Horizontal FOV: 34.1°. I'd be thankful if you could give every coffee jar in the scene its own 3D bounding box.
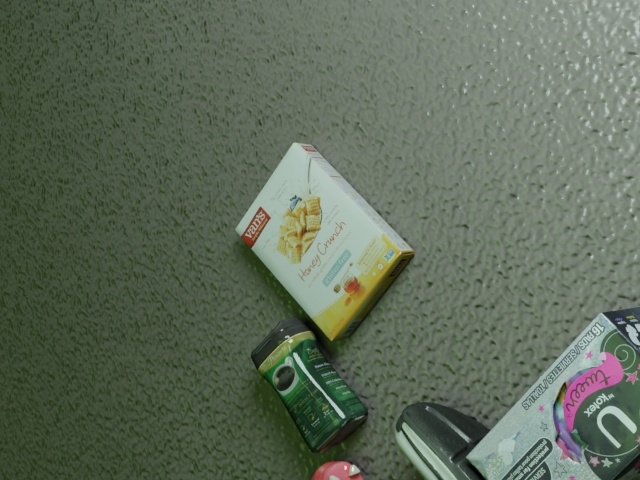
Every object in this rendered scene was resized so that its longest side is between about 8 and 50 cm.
[{"bbox_3d":[-0.019,0.204,1.491,0.096,0.079,0.184,-48,67,29],"label":"coffee jar"}]

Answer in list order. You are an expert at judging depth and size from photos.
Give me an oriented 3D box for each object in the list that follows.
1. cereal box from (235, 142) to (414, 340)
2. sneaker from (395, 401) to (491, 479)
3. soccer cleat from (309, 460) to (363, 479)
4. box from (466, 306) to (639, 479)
[{"bbox_3d":[0.000,0.000,1.492,0.240,0.047,0.173,46,115,25],"label":"cereal box"},{"bbox_3d":[0.204,0.429,1.288,0.447,0.169,0.257,46,113,22],"label":"sneaker"},{"bbox_3d":[0.054,0.428,1.457,0.095,0.083,0.248,-37,74,60],"label":"soccer cleat"},{"bbox_3d":[0.320,0.213,1.207,0.142,0.163,0.247,48,116,26],"label":"box"}]
